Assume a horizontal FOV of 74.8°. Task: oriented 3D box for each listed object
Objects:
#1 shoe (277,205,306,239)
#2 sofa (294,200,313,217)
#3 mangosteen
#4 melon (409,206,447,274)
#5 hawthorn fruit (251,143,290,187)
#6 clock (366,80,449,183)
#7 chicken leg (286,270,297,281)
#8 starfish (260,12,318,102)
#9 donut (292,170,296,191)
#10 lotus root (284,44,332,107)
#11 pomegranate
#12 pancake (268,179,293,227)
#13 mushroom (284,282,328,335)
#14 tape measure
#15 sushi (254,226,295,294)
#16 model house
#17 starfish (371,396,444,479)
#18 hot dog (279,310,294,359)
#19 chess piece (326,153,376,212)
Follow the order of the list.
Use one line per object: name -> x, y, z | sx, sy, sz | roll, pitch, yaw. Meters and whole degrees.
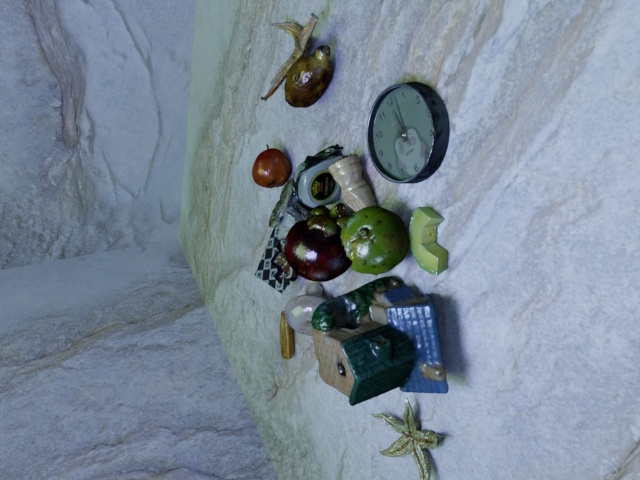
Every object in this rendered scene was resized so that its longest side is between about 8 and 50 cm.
shoe -> -0.120, -0.090, 1.991 | 0.316, 0.124, 0.160 | -17, 78, 58
sofa -> -0.069, -0.147, 1.937 | 0.118, 0.060, 0.039 | 42, 130, 44
mangosteen -> 0.004, 0.017, 1.669 | 0.311, 0.311, 0.312 | 26, 122, 52
melon -> 0.343, -0.003, 1.330 | 0.118, 0.064, 0.210 | 11, 107, 57
hawthorn fruit -> -0.244, -0.367, 2.032 | 0.196, 0.196, 0.226 | -36, 58, 56
clock -> 0.265, -0.338, 1.337 | 0.318, 0.066, 0.319 | 26, 121, 53
chicken leg -> -0.183, 0.161, 2.236 | 0.219, 0.048, 0.090 | 23, 116, 53
starfish -> -0.131, -0.764, 1.694 | 0.384, 0.132, 0.398 | -49, 37, 28
donut -> -0.063, -0.247, 1.890 | 0.174, 0.068, 0.175 | 28, 125, 49
lotus root -> -0.046, -0.625, 1.636 | 0.141, 0.169, 0.314 | 55, 142, 6
pomegranate -> 0.192, 0.019, 1.446 | 0.236, 0.235, 0.302 | 56, 179, 31
pancake -> -0.186, -0.177, 2.021 | 0.254, 0.037, 0.254 | -59, 15, 27
mushroom -> -0.037, 0.314, 1.939 | 0.243, 0.243, 0.244 | 26, 122, 52
tape measure -> -0.016, -0.260, 1.684 | 0.115, 0.207, 0.236 | 41, 135, 48
sushi -> -0.199, 0.103, 2.178 | 0.292, 0.059, 0.294 | 28, 96, 45
model house -> 0.208, 0.327, 1.346 | 0.342, 0.381, 0.335 | 3, 105, 63
starfish -> 0.329, 0.732, 1.582 | 0.357, 0.078, 0.348 | 33, 127, 49
hot dog -> -0.185, 0.527, 2.348 | 0.083, 0.068, 0.289 | 8, 104, 33
chess piece -> 0.141, -0.165, 1.564 | 0.137, 0.137, 0.301 | -25, 90, 58
